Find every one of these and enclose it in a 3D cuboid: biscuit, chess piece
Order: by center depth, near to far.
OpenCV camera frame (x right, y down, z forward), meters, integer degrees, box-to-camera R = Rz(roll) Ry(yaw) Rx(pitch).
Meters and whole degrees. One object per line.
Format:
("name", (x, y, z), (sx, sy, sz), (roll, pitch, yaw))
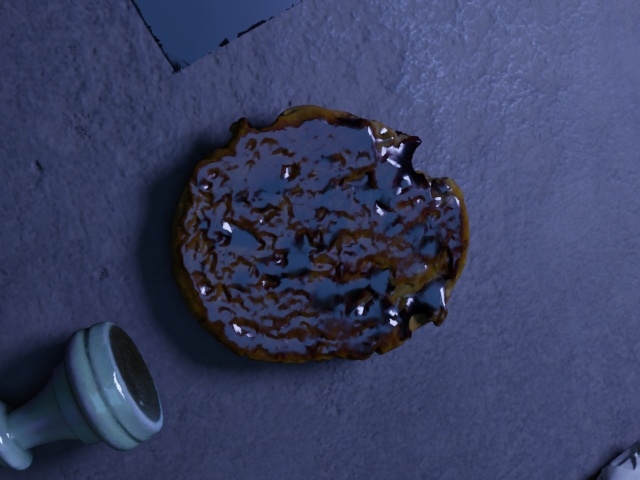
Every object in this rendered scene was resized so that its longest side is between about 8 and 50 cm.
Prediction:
("chess piece", (-0.316, 0.200, 1.064), (0.271, 0.139, 0.139), (-25, 105, 4))
("biscuit", (0.000, -0.004, 1.120), (0.334, 0.081, 0.290), (6, 99, -11))

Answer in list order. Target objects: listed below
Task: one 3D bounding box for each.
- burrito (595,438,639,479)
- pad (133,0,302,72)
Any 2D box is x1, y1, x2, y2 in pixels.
("burrito", (0.565, 0.333, 1.315), (0.445, 0.101, 0.139), (7, 93, -14))
("pad", (-0.062, -0.378, 1.075), (0.367, 0.007, 0.248), (-32, 106, -8))
